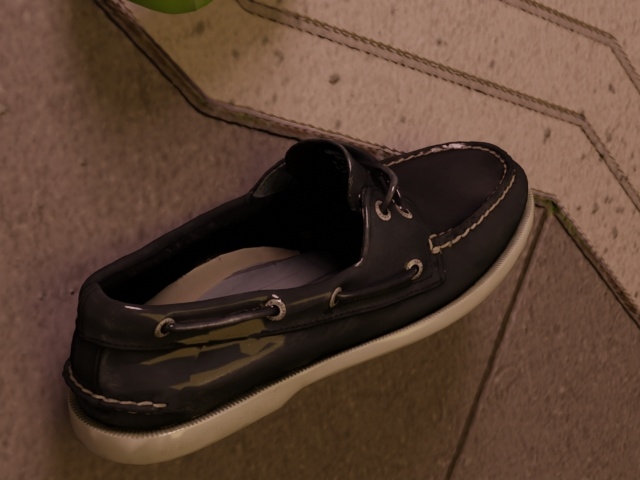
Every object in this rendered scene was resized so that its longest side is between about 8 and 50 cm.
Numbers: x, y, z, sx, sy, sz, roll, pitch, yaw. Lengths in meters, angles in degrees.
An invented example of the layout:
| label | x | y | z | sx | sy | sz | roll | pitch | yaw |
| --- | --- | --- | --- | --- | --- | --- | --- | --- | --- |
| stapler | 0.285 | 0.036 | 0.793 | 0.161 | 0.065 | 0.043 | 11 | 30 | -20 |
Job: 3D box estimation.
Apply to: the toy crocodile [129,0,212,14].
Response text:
| label | x | y | z | sx | sy | sz | roll | pitch | yaw |
| --- | --- | --- | --- | --- | --- | --- | --- | --- | --- |
| toy crocodile | -0.019 | -0.273 | 0.814 | 0.115 | 0.105 | 0.341 | 90 | 23 | -77 |

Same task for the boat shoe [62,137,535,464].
| label | x | y | z | sx | sy | sz | roll | pitch | yaw |
| --- | --- | --- | --- | --- | --- | --- | --- | --- | --- |
| boat shoe | -0.003 | -0.001 | 0.863 | 0.340 | 0.127 | 0.113 | -25 | 128 | -28 |
